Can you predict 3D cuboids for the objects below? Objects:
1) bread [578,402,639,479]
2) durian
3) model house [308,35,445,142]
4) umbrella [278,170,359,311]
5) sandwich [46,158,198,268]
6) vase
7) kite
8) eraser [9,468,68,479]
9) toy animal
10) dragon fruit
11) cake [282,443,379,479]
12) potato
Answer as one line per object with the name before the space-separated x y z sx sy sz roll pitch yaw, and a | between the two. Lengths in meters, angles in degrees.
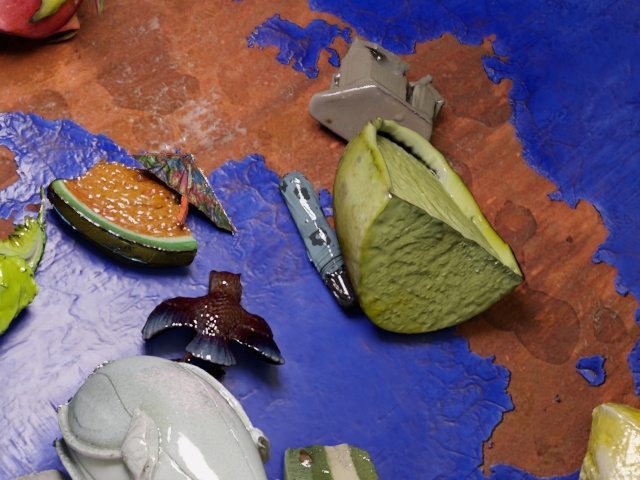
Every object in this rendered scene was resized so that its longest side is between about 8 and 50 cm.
bread | 0.489 0.349 1.758 0.197 0.197 0.171 30 72 -2
durian | -0.481 0.071 1.630 0.132 0.106 0.375 35 66 -6
model house | 0.105 -0.248 1.946 0.229 0.122 0.188 30 48 -18
umbrella | 0.001 0.000 1.837 0.053 0.052 0.250 -3 62 -56
sandwich | -0.306 -0.039 1.752 0.235 0.079 0.159 11 53 -16
vase | -0.150 0.330 1.444 0.250 0.250 0.445 -27 40 -25
kite | -0.216 -0.087 1.784 0.232 0.009 0.189 40 27 -28
eraser | -0.417 0.404 1.382 0.331 0.331 0.150 -29 78 -26
toy animal | -0.151 0.116 1.700 0.218 0.116 0.180 12 64 -4
dragon fruit | -0.484 -0.402 1.764 0.290 0.290 0.189 -1 102 -17
cake | 0.035 0.405 1.599 0.158 0.172 0.284 6 63 -17
potato | 0.115 -0.032 1.818 0.330 0.213 0.280 30 29 -37
